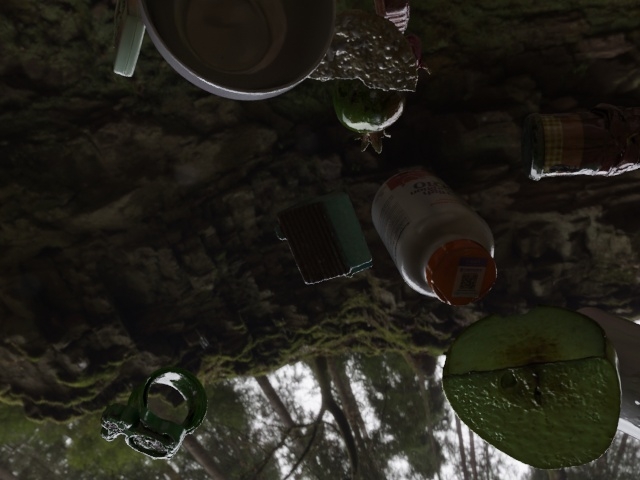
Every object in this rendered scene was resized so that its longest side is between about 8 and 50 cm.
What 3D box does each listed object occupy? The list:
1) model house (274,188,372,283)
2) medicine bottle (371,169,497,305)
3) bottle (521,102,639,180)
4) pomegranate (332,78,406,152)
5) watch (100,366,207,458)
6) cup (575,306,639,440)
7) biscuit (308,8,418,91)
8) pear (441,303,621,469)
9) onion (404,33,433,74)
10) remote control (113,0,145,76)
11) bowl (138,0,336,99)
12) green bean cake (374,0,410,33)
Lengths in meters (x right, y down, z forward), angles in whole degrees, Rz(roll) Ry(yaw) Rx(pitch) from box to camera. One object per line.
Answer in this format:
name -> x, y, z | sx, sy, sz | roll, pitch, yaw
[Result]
model house -> 0.000, 0.000, 1.661 | 0.249, 0.280, 0.230 | -22, -169, -4
medicine bottle -> 0.190, -0.006, 0.861 | 0.157, 0.156, 0.288 | -18, -154, 1
bottle -> 0.538, -0.190, 0.982 | 0.272, 0.143, 0.156 | -2, -131, 12
pomegranate -> 0.123, -0.323, 1.256 | 0.182, 0.224, 0.181 | -9, -133, 9
watch -> -0.296, 0.302, 0.938 | 0.131, 0.165, 0.152 | -42, -161, 39
cup -> 0.729, 0.319, 1.167 | 0.253, 0.253, 0.372 | -33, -158, -16
biscuit -> 0.061, -0.348, 0.928 | 0.250, 0.133, 0.032 | 8, -142, 1
pear -> 0.380, 0.262, 0.888 | 0.293, 0.292, 0.159 | 2, -158, 22
onion -> 0.290, -0.552, 1.588 | 0.140, 0.150, 0.150 | 21, -133, -3
remote control -> -0.465, -0.533, 1.234 | 0.050, 0.145, 0.343 | 10, -142, -29
bowl -> -0.133, -0.349, 0.784 | 0.287, 0.286, 0.144 | -35, -168, -18
green bean cake -> 0.132, -0.466, 0.956 | 0.057, 0.136, 0.135 | -11, -94, 3
